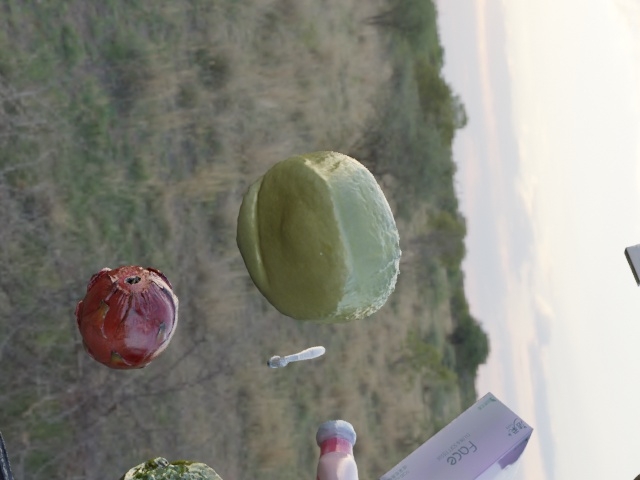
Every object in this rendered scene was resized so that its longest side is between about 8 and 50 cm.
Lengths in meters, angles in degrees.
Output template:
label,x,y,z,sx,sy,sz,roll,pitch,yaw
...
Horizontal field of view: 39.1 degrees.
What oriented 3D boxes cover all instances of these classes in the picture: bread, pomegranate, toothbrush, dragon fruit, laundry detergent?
label,x,y,z,sx,sy,sz,roll,pitch,yaw
bread,0.008,-0.002,1.648,0.237,0.321,0.320,-17,103,-45
pomegranate,-0.337,0.671,2.016,0.216,0.310,0.358,-52,-137,31
toothbrush,-0.043,0.256,1.992,0.307,0.030,0.025,4,85,-69
dragon fruit,-0.436,0.177,2.058,0.241,0.252,0.241,30,31,-20
laundry detergent,0.034,0.499,1.712,0.335,0.088,0.159,-91,-179,-47

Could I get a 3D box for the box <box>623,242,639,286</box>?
label,x,y,z,sx,sy,sz,roll,pitch,yaw
box,0.718,0.035,1.863,0.040,0.155,0.083,64,11,-65

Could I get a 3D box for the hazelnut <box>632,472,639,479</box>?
label,x,y,z,sx,sy,sz,roll,pitch,yaw
hazelnut,0.836,0.603,1.850,0.429,0.403,0.401,123,-34,-67

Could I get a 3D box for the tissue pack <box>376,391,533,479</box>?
label,x,y,z,sx,sy,sz,roll,pitch,yaw
tissue pack,0.187,0.348,1.310,0.092,0.246,0.148,40,-36,31

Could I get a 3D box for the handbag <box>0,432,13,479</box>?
label,x,y,z,sx,sy,sz,roll,pitch,yaw
handbag,-0.590,0.428,1.348,0.118,0.269,0.325,95,-27,-52
